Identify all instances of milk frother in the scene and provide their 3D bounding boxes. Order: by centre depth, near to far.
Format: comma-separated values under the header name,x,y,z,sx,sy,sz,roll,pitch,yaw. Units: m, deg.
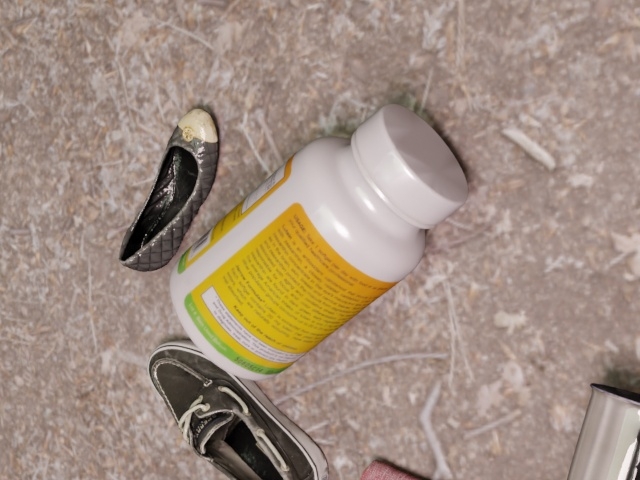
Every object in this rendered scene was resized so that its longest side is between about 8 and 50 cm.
name,x,y,z,sx,sy,sz,roll,pitch,yaw
milk frother,0.256,0.191,0.851,0.129,0.143,0.134,21,96,66

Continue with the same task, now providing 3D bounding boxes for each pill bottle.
name,x,y,z,sx,sy,sz,roll,pitch,yaw
pill bottle,0.000,0.000,0.973,0.246,0.136,0.136,-40,71,28

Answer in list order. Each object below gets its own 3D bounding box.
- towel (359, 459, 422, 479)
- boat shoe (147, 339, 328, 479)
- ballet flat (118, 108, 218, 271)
name,x,y,z,sx,sy,sz,roll,pitch,yaw
towel,0.138,0.342,0.926,0.329,0.037,0.237,18,82,30
boat shoe,-0.090,0.165,1.078,0.219,0.070,0.077,34,109,27
ballet flat,-0.142,-0.044,1.115,0.057,0.049,0.173,31,108,27
